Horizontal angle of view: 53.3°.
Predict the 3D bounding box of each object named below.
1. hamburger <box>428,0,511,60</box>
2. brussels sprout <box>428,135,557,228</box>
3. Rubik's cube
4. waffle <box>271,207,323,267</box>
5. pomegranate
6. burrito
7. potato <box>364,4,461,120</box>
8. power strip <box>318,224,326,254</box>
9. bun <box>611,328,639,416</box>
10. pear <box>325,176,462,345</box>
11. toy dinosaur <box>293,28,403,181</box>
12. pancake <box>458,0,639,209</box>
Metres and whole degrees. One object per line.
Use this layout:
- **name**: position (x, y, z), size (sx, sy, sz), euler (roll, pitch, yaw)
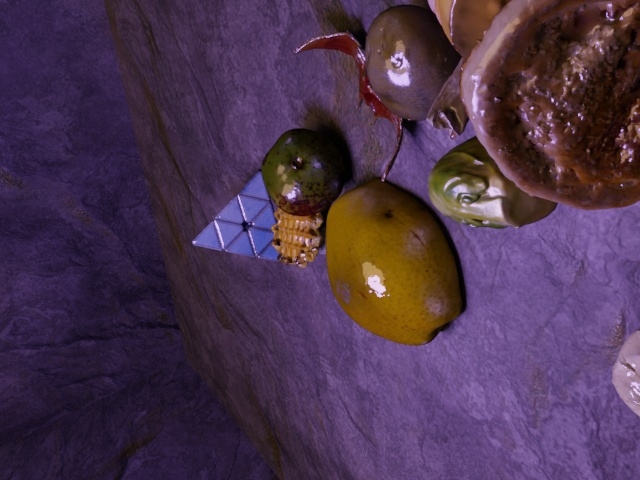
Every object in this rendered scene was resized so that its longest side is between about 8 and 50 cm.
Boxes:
- **hamburger**: position (0.244, -0.389, 0.820), size (0.276, 0.276, 0.237), euler (109, 151, -53)
- **brussels sprout**: position (0.276, -0.100, 1.028), size (0.223, 0.223, 0.161), euler (11, 108, 58)
- **Rubik's cube**: position (-0.243, -0.062, 2.055), size (0.228, 0.229, 0.233), euler (-8, 62, 26)
- **waffle**: position (-0.071, -0.038, 1.776), size (0.280, 0.060, 0.262), euler (-60, 37, 42)
- **pomegranate**: position (-0.033, -0.155, 1.578), size (0.214, 0.214, 0.248), euler (55, -176, 20)
- **burrito**: position (0.245, -0.255, 0.997), size (0.087, 0.226, 0.060), euler (37, 171, -7)
- **potato**: position (0.162, -0.308, 1.129), size (0.235, 0.160, 0.178), euler (79, 175, -66)
- **power strip**: position (0.000, 0.000, 1.772), size (0.175, 0.042, 0.075), euler (-9, 104, 62)
- **bun**: position (0.516, 0.207, 0.941), size (0.188, 0.111, 0.164), euler (-6, 103, 65)
- **pear**: position (0.126, 0.064, 1.436), size (0.386, 0.191, 0.340), euler (55, 150, 20)
- **toy dinosaur**: position (0.078, -0.286, 1.320), size (0.327, 0.113, 0.206), euler (64, 172, -10)
- **pancake**: position (0.352, -0.179, 0.792), size (0.356, 0.065, 0.356), euler (8, 131, 9)
